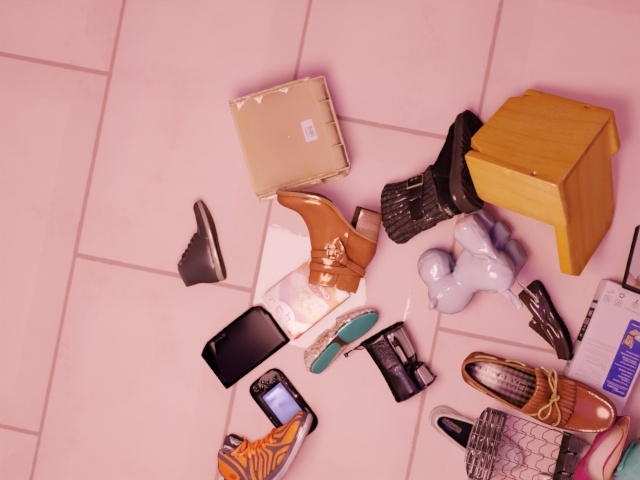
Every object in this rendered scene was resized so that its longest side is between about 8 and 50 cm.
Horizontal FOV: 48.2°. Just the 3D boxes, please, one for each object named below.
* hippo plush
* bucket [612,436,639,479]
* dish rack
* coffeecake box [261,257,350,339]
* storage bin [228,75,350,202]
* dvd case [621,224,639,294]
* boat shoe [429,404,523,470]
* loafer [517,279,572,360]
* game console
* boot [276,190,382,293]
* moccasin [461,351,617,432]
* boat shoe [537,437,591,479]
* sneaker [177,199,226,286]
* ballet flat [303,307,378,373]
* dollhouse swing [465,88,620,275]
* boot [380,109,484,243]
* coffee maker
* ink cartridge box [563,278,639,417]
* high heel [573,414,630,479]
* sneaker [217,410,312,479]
[{"bbox_3d":[0.385,0.084,1.818,0.236,0.234,0.294,-38,71,32],"label":"hippo plush"},{"bbox_3d":[0.864,0.595,1.734,0.281,0.281,0.183,39,90,3],"label":"bucket"},{"bbox_3d":[0.497,0.540,1.772,0.271,0.074,0.208,18,73,7],"label":"dish rack"},{"bbox_3d":[-0.037,0.148,1.869,0.185,0.068,0.142,-39,83,-1],"label":"coffeecake box"},{"bbox_3d":[-0.079,-0.264,1.858,0.260,0.123,0.263,-16,88,3],"label":"storage bin"},{"bbox_3d":[0.908,0.084,1.822,0.252,0.022,0.180,21,70,3],"label":"dvd case"},{"bbox_3d":[0.406,0.515,1.844,0.267,0.088,0.096,34,91,3],"label":"boat shoe"},{"bbox_3d":[0.581,0.213,1.850,0.078,0.080,0.220,-28,78,25],"label":"loafer"},{"bbox_3d":[-0.135,0.366,1.897,0.213,0.044,0.361,-38,88,2],"label":"game console"},{"bbox_3d":[0.000,0.000,1.790,0.283,0.109,0.220,17,96,-11],"label":"boot"},{"bbox_3d":[0.534,0.371,1.766,0.379,0.147,0.139,25,91,19],"label":"moccasin"},{"bbox_3d":[0.598,0.629,1.833,0.096,0.098,0.277,32,82,3],"label":"boat shoe"},{"bbox_3d":[-0.332,0.011,1.889,0.118,0.083,0.222,-14,90,3],"label":"sneaker"},{"bbox_3d":[0.043,0.248,1.871,0.241,0.077,0.091,-41,131,1],"label":"ballet flat"},{"bbox_3d":[0.553,-0.136,1.770,0.315,0.305,0.347,23,50,28],"label":"dollhouse swing"},{"bbox_3d":[0.290,-0.166,1.829,0.260,0.348,0.131,-25,123,41],"label":"boot"},{"bbox_3d":[0.186,0.324,1.856,0.171,0.120,0.178,-31,87,27],"label":"coffee maker"},{"bbox_3d":[0.744,0.282,1.840,0.165,0.065,0.333,23,90,3],"label":"ink cartridge box"},{"bbox_3d":[0.687,0.531,1.724,0.082,0.117,0.244,35,50,14],"label":"high heel"},{"bbox_3d":[-0.159,0.534,1.831,0.180,0.124,0.321,33,108,4],"label":"sneaker"}]
